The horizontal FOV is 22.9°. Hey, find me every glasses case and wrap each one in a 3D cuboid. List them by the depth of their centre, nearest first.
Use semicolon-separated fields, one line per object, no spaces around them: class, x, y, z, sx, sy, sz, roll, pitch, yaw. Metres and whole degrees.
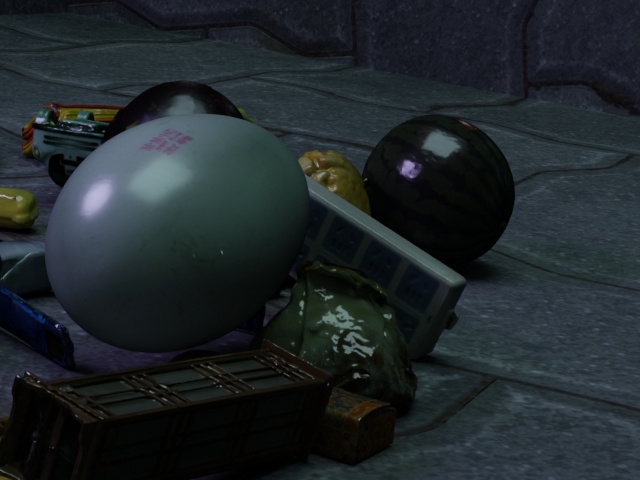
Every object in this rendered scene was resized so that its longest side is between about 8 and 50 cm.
glasses case;-0.040;0.153;1.508;0.218;0.049;0.075;14;16;30

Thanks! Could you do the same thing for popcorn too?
popcorn;0.003;-0.038;2.069;0.152;0.167;0.148;-23;23;-5

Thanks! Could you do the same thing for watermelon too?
watermelon;0.161;-0.066;2.144;0.212;0.212;0.212;5;14;-1

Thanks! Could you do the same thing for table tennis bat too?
table tennis bat;-0.564;-0.058;2.150;0.369;0.054;0.224;6;21;9

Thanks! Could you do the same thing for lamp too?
lamp;-0.120;0.149;1.312;0.090;0.089;0.325;27;16;30

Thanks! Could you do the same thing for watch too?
watch;-0.249;0.058;1.776;0.276;0.068;0.275;-7;18;-42

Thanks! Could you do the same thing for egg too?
egg;-0.136;-0.016;1.616;0.230;0.230;0.371;11;22;20

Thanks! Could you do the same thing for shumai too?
shumai;0.027;0.089;1.606;0.184;0.141;0.184;3;12;-1

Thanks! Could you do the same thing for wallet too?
wallet;-0.361;-0.188;2.612;0.241;0.067;0.141;-1;-18;-30

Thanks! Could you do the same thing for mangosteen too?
mangosteen;-0.168;-0.090;2.129;0.265;0.228;0.228;28;15;-1

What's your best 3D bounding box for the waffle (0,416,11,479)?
waffle;-0.301;0.198;1.232;0.229;0.051;0.232;1;15;-31

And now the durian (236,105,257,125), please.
durian;-0.160;-0.128;2.404;0.169;0.158;0.352;25;17;23

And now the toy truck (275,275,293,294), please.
toy truck;-0.126;0.007;1.940;0.286;0.111;0.136;-2;14;-38

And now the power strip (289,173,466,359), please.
power strip;0.000;0.000;1.806;0.367;0.106;0.043;33;22;22

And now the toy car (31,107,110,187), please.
toy car;-0.337;-0.132;2.391;0.136;0.125;0.306;9;3;8

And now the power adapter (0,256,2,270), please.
power adapter;-0.466;0.029;1.647;0.255;0.124;0.187;-6;19;-23
